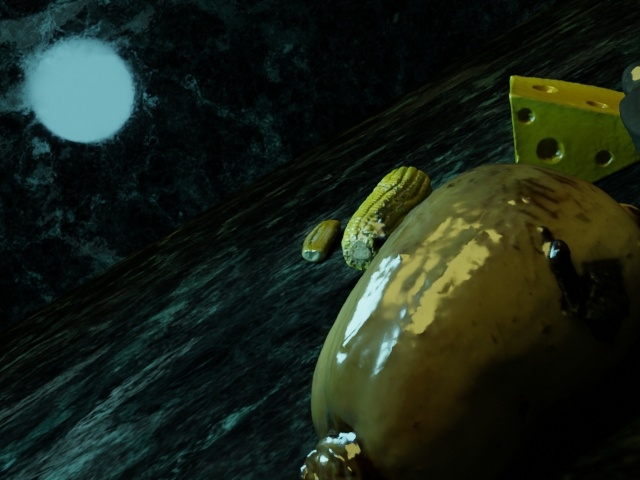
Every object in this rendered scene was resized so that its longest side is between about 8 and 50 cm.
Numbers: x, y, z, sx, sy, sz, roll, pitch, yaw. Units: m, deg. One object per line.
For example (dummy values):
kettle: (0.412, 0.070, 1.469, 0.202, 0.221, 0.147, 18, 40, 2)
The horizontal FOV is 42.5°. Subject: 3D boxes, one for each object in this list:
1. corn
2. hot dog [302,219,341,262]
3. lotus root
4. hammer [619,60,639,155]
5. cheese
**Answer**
corn: (0.081, -0.029, 0.974, 0.072, 0.072, 0.203, -23, 14, 33)
hot dog: (0.000, 0.001, 1.150, 0.044, 0.028, 0.137, -1, 20, 11)
lotus root: (0.089, 0.042, 0.450, 0.257, 0.140, 0.154, -43, 9, -27)
hammer: (0.438, -0.173, 0.606, 0.440, 0.044, 0.168, -25, 29, 30)
cheese: (0.277, -0.104, 0.811, 0.171, 0.126, 0.093, -6, 19, 13)
